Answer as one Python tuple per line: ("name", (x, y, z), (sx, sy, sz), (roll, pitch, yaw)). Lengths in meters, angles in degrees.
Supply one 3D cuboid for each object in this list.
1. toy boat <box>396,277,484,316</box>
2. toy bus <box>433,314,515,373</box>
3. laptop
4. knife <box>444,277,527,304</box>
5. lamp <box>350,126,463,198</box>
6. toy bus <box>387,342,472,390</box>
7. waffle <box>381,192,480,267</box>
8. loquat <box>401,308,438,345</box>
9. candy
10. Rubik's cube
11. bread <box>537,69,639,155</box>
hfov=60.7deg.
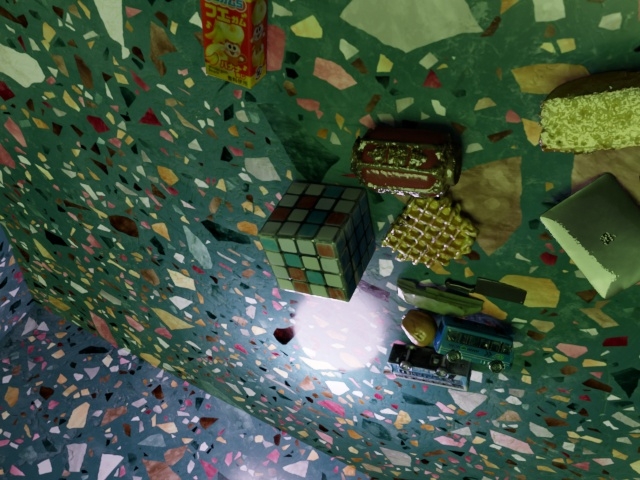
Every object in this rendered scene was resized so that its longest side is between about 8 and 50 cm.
("toy boat", (0.382, 0.194, 1.790), (0.293, 0.055, 0.093), (14, 141, 20))
("toy bus", (0.500, 0.331, 1.772), (0.246, 0.113, 0.134), (13, 102, 3))
("laptop", (0.685, -0.007, 1.309), (0.187, 0.015, 0.269), (-38, 92, 26))
("knife", (0.508, 0.145, 1.691), (0.245, 0.019, 0.072), (12, 134, 18))
("lamp", (0.216, -0.198, 1.385), (0.274, 0.177, 0.177), (8, 137, 22))
("toy bus", (0.409, 0.468, 2.035), (0.297, 0.106, 0.131), (4, 139, 27))
("waffle", (0.307, -0.032, 1.588), (0.309, 0.065, 0.283), (-6, 131, 33))
("loquat", (0.340, 0.299, 1.882), (0.137, 0.137, 0.113), (35, 107, -5))
("candy", (-0.214, -0.530, 1.355), (0.146, 0.088, 0.276), (23, 140, 11))
("Rubik's cube", (0.000, 0.001, 1.661), (0.253, 0.256, 0.259), (9, 136, 24))
("bread", (0.566, -0.267, 1.104), (0.229, 0.139, 0.143), (1, 131, 31))
